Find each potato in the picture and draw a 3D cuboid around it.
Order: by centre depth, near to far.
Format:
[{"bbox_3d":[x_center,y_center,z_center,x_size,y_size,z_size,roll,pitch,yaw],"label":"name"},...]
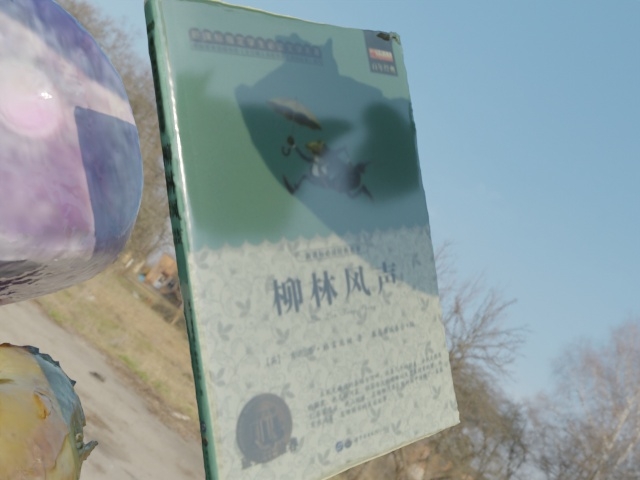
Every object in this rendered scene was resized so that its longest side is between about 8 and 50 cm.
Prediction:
[{"bbox_3d":[-0.344,0.248,0.559,0.301,0.288,0.237,26,-10,-35],"label":"potato"}]

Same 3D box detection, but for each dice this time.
[{"bbox_3d":[-0.354,-0.076,0.567,0.271,0.270,0.270,-19,-10,28],"label":"dice"}]

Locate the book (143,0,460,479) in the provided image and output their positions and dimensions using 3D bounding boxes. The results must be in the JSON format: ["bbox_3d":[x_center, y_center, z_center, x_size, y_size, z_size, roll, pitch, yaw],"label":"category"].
[{"bbox_3d":[0.000,0.000,0.507,0.264,0.378,0.031,-7,-2,-40],"label":"book"}]
